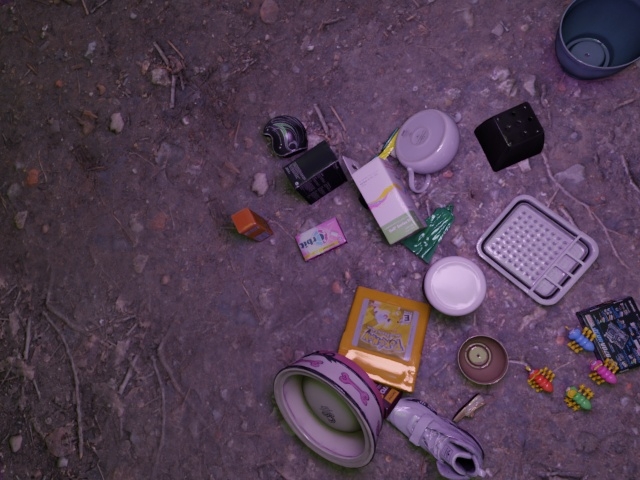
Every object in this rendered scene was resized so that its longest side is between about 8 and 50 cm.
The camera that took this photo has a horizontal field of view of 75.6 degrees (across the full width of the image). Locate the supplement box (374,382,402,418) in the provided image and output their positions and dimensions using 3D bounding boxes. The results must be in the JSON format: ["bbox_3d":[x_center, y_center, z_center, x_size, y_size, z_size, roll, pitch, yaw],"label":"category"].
[{"bbox_3d":[0.186,0.523,1.469,0.188,0.081,0.104,29,53,30],"label":"supplement box"}]

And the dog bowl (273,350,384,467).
[{"bbox_3d":[0.038,0.559,1.414,0.408,0.150,0.408,19,124,29],"label":"dog bowl"}]

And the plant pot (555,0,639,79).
[{"bbox_3d":[0.970,-0.693,1.457,0.293,0.196,0.293,-2,82,11],"label":"plant pot"}]

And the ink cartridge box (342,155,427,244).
[{"bbox_3d":[0.234,-0.172,1.477,0.119,0.207,0.353,-31,82,21],"label":"ink cartridge box"}]

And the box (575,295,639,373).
[{"bbox_3d":[1.003,0.319,1.392,0.175,0.051,0.220,-22,79,8],"label":"box"}]

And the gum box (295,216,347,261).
[{"bbox_3d":[0.000,0.000,1.630,0.188,0.062,0.107,-26,78,7],"label":"gum box"}]

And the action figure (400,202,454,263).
[{"bbox_3d":[0.425,-0.044,1.550,0.137,0.063,0.232,40,95,15],"label":"action figure"}]

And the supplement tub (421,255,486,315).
[{"bbox_3d":[0.446,0.158,1.411,0.191,0.272,0.191,-1,82,11],"label":"supplement tub"}]

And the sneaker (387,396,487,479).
[{"bbox_3d":[0.385,0.662,1.389,0.365,0.210,0.137,27,88,14],"label":"sneaker"}]

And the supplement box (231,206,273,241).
[{"bbox_3d":[-0.260,-0.057,1.602,0.080,0.233,0.078,-29,78,3],"label":"supplement box"}]

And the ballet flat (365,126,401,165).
[{"bbox_3d":[0.257,-0.334,1.624,0.077,0.077,0.231,40,96,-5],"label":"ballet flat"}]

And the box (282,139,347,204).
[{"bbox_3d":[-0.012,-0.249,1.563,0.184,0.261,0.103,-30,78,6],"label":"box"}]

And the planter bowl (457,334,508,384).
[{"bbox_3d":[0.557,0.408,1.440,0.162,0.109,0.162,-1,82,11],"label":"planter bowl"}]

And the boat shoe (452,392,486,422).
[{"bbox_3d":[0.524,0.599,1.452,0.135,0.050,0.045,-44,71,3],"label":"boat shoe"}]

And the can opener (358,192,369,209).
[{"bbox_3d":[0.230,-0.129,1.612,0.186,0.073,0.059,46,54,10],"label":"can opener"}]

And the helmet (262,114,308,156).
[{"bbox_3d":[-0.141,-0.423,1.665,0.169,0.169,0.162,-20,95,8],"label":"helmet"}]

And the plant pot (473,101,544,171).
[{"bbox_3d":[0.693,-0.389,1.489,0.187,0.167,0.188,-23,78,7],"label":"plant pot"}]

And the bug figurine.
[{"bbox_3d":[0.841,0.433,1.369,0.216,0.072,0.279,41,102,19],"label":"bug figurine"}]

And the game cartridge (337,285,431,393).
[{"bbox_3d":[0.227,0.347,1.486,0.285,0.053,0.324,13,62,13],"label":"game cartridge"}]

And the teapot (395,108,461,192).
[{"bbox_3d":[0.414,-0.344,1.538,0.256,0.187,0.253,-28,56,33],"label":"teapot"}]

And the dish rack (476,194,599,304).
[{"bbox_3d":[0.757,0.032,1.469,0.333,0.072,0.285,41,93,13],"label":"dish rack"}]
